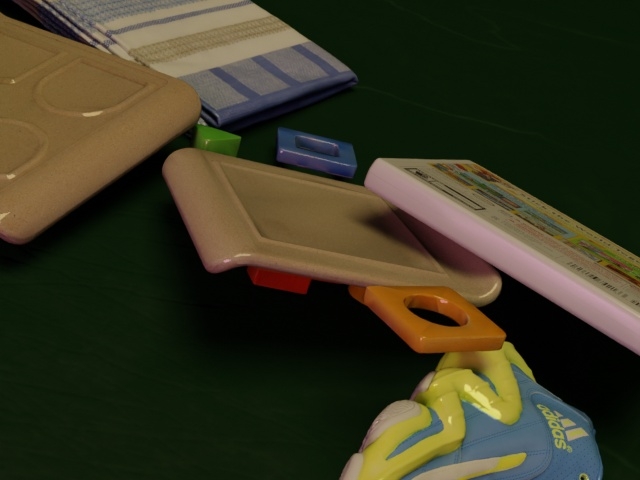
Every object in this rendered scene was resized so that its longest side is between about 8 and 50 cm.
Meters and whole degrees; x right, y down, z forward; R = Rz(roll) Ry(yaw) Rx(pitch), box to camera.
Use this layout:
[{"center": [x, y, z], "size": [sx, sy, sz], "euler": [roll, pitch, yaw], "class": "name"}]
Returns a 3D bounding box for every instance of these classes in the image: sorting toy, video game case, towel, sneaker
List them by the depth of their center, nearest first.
[{"center": [0.088, 0.134, 0.615], "size": [0.126, 0.091, 0.240], "euler": [29, 36, 15], "class": "sneaker"}, {"center": [0.000, 0.000, 0.768], "size": [0.195, 0.047, 0.348], "euler": [7, 22, -21], "class": "sorting toy"}, {"center": [-0.259, -0.067, 0.788], "size": [0.229, 0.041, 0.307], "euler": [26, 42, 20], "class": "sorting toy"}, {"center": [0.163, 0.006, 0.812], "size": [0.227, 0.026, 0.206], "euler": [32, 16, 20], "class": "video game case"}, {"center": [-0.131, -0.187, 1.007], "size": [0.285, 0.034, 0.209], "euler": [36, 37, 22], "class": "towel"}]
